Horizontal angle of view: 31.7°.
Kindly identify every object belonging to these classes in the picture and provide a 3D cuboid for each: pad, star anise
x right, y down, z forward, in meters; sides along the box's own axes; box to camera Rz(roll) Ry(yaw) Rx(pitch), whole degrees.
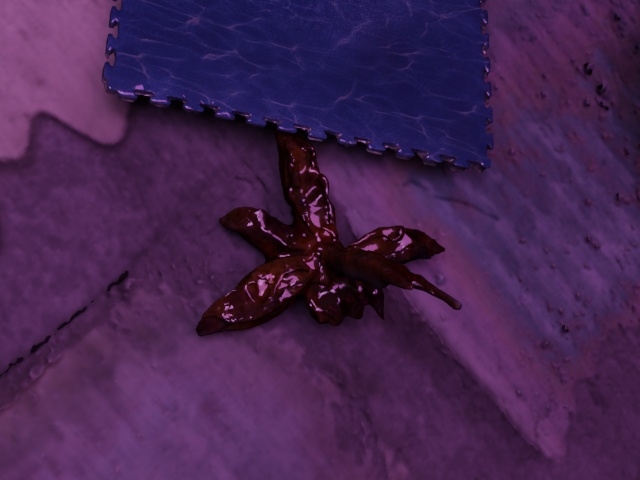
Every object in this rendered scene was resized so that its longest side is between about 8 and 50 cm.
[{"bbox_3d":[-0.005,-0.184,0.762,0.270,0.012,0.269,9,65,-20],"label":"pad"},{"bbox_3d":[0.010,0.001,0.675,0.140,0.144,0.158,30,68,-3],"label":"star anise"}]
